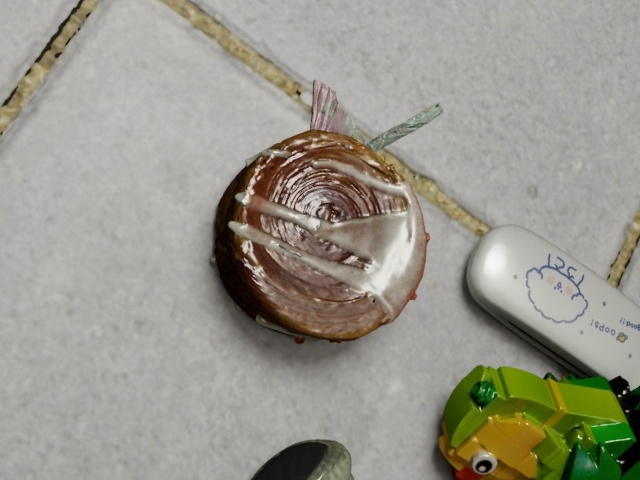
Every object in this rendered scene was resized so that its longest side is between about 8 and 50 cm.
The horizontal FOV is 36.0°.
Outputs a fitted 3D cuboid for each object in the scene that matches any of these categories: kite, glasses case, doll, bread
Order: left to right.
[{"bbox_3d":[0.000,0.000,0.734,0.160,0.073,0.161,3,81,-22],"label":"bread"},{"bbox_3d":[0.040,-0.078,0.800,0.152,0.005,0.137,-43,100,-23],"label":"kite"},{"bbox_3d":[0.187,0.150,0.764,0.186,0.106,0.134,7,120,-6],"label":"doll"},{"bbox_3d":[0.206,0.060,0.821,0.197,0.049,0.076,35,71,-14],"label":"glasses case"}]

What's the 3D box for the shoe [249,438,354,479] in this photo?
[{"bbox_3d":[-0.033,0.248,0.676,0.112,0.099,0.227,45,68,-18],"label":"shoe"}]
